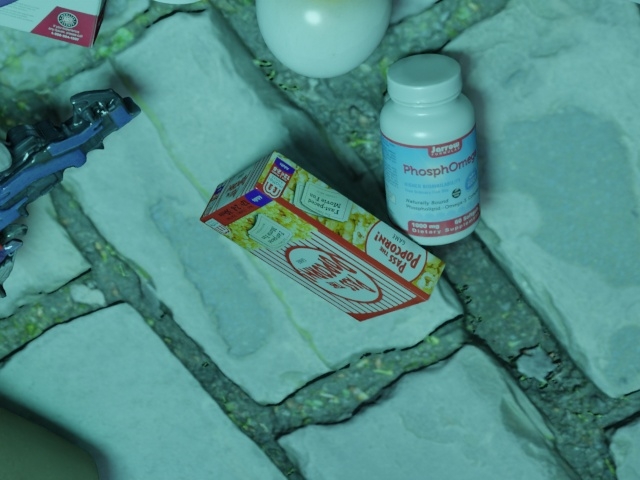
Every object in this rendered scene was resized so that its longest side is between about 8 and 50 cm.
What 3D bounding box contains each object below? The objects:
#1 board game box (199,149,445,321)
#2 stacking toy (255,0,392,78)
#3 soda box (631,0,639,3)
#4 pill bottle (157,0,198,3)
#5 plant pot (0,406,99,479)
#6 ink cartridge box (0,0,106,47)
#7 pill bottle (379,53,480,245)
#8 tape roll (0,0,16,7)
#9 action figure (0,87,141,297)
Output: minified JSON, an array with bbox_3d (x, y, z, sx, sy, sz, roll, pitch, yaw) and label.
[{"bbox_3d":[0.000,0.000,1.494,0.193,0.045,0.147,32,158,-14],"label":"board game box"},{"bbox_3d":[0.010,-0.307,1.230,0.350,0.351,0.480,11,140,-1],"label":"stacking toy"},{"bbox_3d":[0.292,-0.300,1.302,0.074,0.069,0.216,16,124,-5],"label":"soda box"},{"bbox_3d":[-0.119,-0.281,1.345,0.086,0.086,0.152,7,124,1],"label":"pill bottle"},{"bbox_3d":[-0.360,0.267,1.654,0.229,0.263,0.263,16,125,-28],"label":"plant pot"},{"bbox_3d":[-0.232,-0.256,1.385,0.109,0.063,0.150,15,123,-4],"label":"ink cartridge box"},{"bbox_3d":[0.099,-0.083,1.450,0.087,0.087,0.160,-3,123,7],"label":"pill bottle"},{"bbox_3d":[-0.300,-0.318,1.259,0.274,0.090,0.275,0,93,-6],"label":"tape roll"},{"bbox_3d":[-0.348,-0.091,1.437,0.341,0.178,0.330,-32,126,-10],"label":"action figure"}]
